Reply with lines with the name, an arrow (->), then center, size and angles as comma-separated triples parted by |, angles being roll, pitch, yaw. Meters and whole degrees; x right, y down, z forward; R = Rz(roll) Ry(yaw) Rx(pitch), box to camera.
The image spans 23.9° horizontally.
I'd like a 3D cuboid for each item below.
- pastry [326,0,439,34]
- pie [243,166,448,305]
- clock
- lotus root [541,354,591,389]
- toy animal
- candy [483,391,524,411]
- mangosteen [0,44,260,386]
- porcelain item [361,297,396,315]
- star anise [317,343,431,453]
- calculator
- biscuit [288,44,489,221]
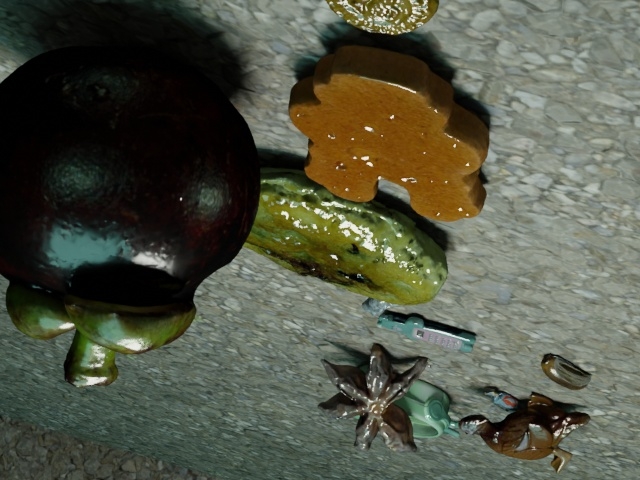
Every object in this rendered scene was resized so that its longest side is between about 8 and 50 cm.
pastry -> 0.046, -0.213, 1.218 | 0.109, 0.057, 0.097 | 12, 155, 11
pie -> 0.000, 0.000, 1.833 | 0.323, 0.070, 0.323 | 17, 163, 5
clock -> 0.142, 0.271, 2.462 | 0.211, 0.066, 0.159 | 21, 160, -9
lotus root -> 0.336, 0.187, 2.106 | 0.083, 0.030, 0.037 | 30, 159, -30
toy animal -> 0.317, 0.284, 2.308 | 0.179, 0.089, 0.188 | 21, 147, -26
candy -> 0.284, 0.249, 2.343 | 0.030, 0.020, 0.083 | -3, 154, 46
mangosteen -> -0.217, -0.045, 1.532 | 0.330, 0.330, 0.330 | 16, 161, 6
porcelain item -> 0.082, 0.081, 2.048 | 0.036, 0.028, 0.083 | 6, 164, -19
star anise -> 0.074, 0.251, 2.338 | 0.172, 0.063, 0.208 | 13, 124, 10
calculator -> 0.148, 0.129, 2.134 | 0.141, 0.019, 0.094 | 16, 164, 6
biscuit -> 0.070, -0.107, 1.505 | 0.202, 0.047, 0.334 | 13, 162, 11
